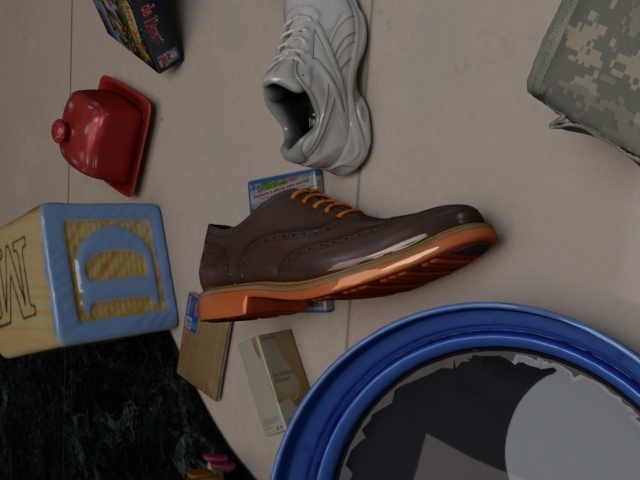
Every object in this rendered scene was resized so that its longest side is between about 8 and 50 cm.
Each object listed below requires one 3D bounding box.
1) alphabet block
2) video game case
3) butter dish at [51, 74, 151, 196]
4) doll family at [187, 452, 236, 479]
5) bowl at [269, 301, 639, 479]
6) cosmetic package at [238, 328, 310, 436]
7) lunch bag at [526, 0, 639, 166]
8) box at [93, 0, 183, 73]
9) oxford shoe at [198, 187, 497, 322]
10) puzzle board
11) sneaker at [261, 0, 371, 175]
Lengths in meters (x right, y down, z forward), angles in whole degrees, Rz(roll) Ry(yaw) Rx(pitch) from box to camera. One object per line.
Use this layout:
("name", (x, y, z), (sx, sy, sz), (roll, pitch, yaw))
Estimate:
("alphabet block", (-0.353, 0.059, 0.992), (0.197, 0.192, 0.193), (-16, 80, 41))
("video game case", (-0.038, 0.004, 0.813), (0.119, 0.015, 0.166), (-5, 89, 44))
("butter dish", (-0.346, -0.161, 1.018), (0.160, 0.118, 0.159), (33, 115, 36))
("doll family", (-0.141, 0.376, 0.819), (0.263, 0.118, 0.163), (9, 92, 62))
("bowl", (0.136, 0.247, 0.546), (0.391, 0.077, 0.391), (-9, 71, 29))
("cosmetic package", (-0.050, 0.168, 0.805), (0.041, 0.060, 0.115), (-30, 74, 39))
("lunch bag", (0.290, -0.151, 0.395), (0.235, 0.169, 0.287), (42, 115, 33))
("box", (-0.275, -0.356, 0.897), (0.159, 0.044, 0.233), (40, 158, 34))
("oxford shoe", (0.000, 0.000, 0.693), (0.364, 0.130, 0.132), (-14, 78, 35))
("puzzle board", (-0.161, 0.146, 0.940), (0.096, 0.011, 0.128), (23, 107, 41))
("sneaker", (-0.013, -0.186, 0.708), (0.090, 0.115, 0.232), (-14, 83, 42))
